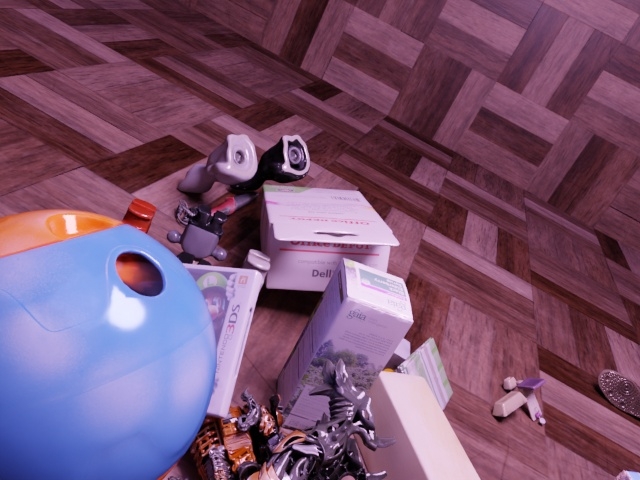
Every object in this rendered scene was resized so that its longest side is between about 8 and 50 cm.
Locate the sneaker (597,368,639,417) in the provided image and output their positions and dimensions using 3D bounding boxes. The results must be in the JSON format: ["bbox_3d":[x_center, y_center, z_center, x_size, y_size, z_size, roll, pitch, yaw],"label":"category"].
[{"bbox_3d":[0.680,0.344,1.304,0.188,0.066,0.071,37,10,8],"label":"sneaker"}]

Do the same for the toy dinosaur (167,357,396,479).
[{"bbox_3d":[-0.039,0.270,0.682,0.218,0.164,0.322,-29,73,-35],"label":"toy dinosaur"}]

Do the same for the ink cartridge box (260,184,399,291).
[{"bbox_3d":[0.000,0.000,1.066,0.207,0.119,0.353,3,17,-8],"label":"ink cartridge box"}]

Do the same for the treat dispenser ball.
[{"bbox_3d":[-0.242,0.115,0.561,0.288,0.288,0.288,22,26,-11],"label":"treat dispenser ball"}]

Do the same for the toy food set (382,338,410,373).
[{"bbox_3d":[0.077,0.168,1.030,0.111,0.104,0.232,32,41,-22],"label":"toy food set"}]

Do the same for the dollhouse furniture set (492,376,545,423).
[{"bbox_3d":[0.353,0.311,1.094,0.114,0.091,0.081,-21,93,-30],"label":"dollhouse furniture set"}]

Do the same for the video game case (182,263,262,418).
[{"bbox_3d":[-0.177,0.110,0.721,0.190,0.173,0.022,4,-24,21],"label":"video game case"}]

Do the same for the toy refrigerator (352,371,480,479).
[{"bbox_3d":[0.136,0.307,0.785,0.094,0.102,0.270,14,28,-27],"label":"toy refrigerator"}]

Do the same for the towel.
[{"bbox_3d":[0.172,0.236,0.989,0.152,0.023,0.113,-21,92,-59],"label":"towel"}]

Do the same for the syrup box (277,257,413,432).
[{"bbox_3d":[0.026,0.150,0.812,0.093,0.237,0.096,20,27,-13],"label":"syrup box"}]

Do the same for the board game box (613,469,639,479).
[{"bbox_3d":[0.542,0.471,0.826,0.290,0.141,0.232,16,28,-22],"label":"board game box"}]

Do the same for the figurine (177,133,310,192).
[{"bbox_3d":[-0.165,-0.142,1.239,0.214,0.209,0.093,-7,83,-41],"label":"figurine"}]

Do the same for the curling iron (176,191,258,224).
[{"bbox_3d":[-0.202,-0.078,1.245,0.068,0.035,0.274,35,27,15],"label":"curling iron"}]

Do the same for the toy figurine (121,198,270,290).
[{"bbox_3d":[-0.202,0.050,0.899,0.213,0.148,0.209,39,22,28],"label":"toy figurine"}]
